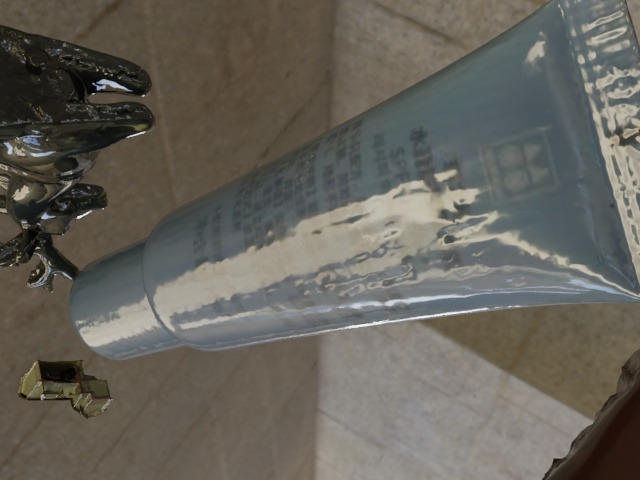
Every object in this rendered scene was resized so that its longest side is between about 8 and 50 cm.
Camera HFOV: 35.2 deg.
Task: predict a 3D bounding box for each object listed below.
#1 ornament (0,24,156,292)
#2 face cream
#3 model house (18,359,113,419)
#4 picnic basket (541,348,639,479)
[{"bbox_3d":[-0.223,-0.030,0.611,0.236,0.202,0.080,128,-40,-54],"label":"ornament"},{"bbox_3d":[0.000,0.000,0.529,0.385,0.136,0.086,-18,174,42],"label":"face cream"},{"bbox_3d":[-0.278,0.165,1.100,0.083,0.057,0.058,5,140,-39],"label":"model house"},{"bbox_3d":[0.237,0.142,0.426,0.129,0.296,0.222,-62,165,-4],"label":"picnic basket"}]
